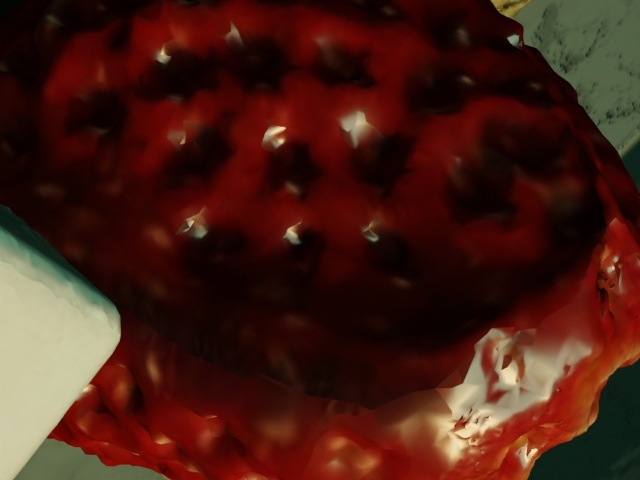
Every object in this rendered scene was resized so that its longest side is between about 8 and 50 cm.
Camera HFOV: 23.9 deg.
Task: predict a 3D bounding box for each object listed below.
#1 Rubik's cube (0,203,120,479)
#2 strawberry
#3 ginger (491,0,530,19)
[{"bbox_3d":[-0.315,0.013,0.423,0.319,0.322,0.316,-51,139,-2],"label":"Rubik's cube"},{"bbox_3d":[0.000,0.000,0.689,0.317,0.345,0.295,-24,132,-29],"label":"strawberry"},{"bbox_3d":[0.157,-0.212,0.898,0.288,0.075,0.089,-44,135,-2],"label":"ginger"}]
